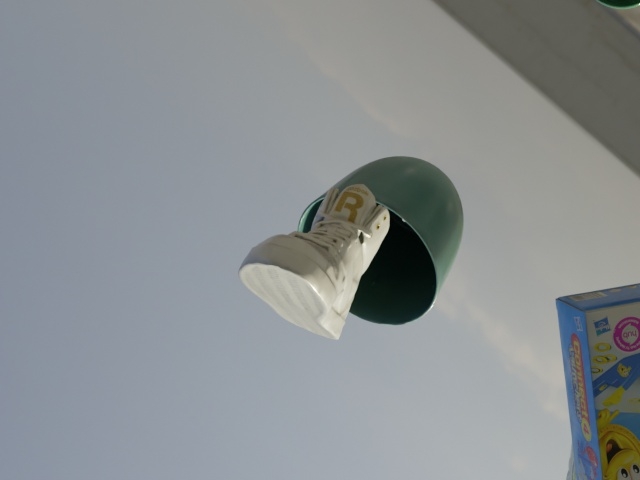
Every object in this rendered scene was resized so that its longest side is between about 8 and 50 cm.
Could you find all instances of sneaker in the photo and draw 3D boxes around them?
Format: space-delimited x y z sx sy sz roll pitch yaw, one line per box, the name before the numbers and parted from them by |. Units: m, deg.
sneaker | 0.000 0.000 1.135 0.108 0.169 0.292 22 169 12

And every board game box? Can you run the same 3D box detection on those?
board game box | 0.443 0.192 1.170 0.086 0.308 0.302 -136 37 -79

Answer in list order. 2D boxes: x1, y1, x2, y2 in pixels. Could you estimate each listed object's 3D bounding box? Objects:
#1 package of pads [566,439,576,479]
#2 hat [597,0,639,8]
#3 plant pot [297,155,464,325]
package of pads | 0.445 0.245 1.309 0.229 0.297 0.101 6 -166 4
hat | 0.620 -0.539 2.005 0.173 0.209 0.183 2 -165 33
plant pot | 0.139 -0.026 1.950 0.293 0.293 0.235 41 -132 0
